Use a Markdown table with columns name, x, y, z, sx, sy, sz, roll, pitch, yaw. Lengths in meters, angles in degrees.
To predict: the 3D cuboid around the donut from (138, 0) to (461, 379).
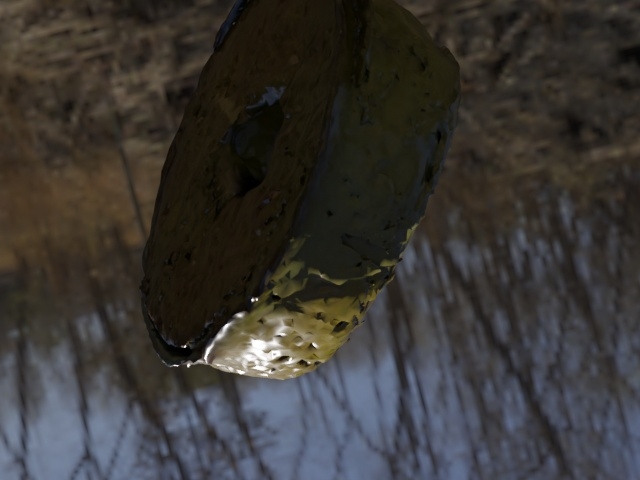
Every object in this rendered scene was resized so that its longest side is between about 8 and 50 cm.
| name | x | y | z | sx | sy | sz | roll | pitch | yaw |
| --- | --- | --- | --- | --- | --- | --- | --- | --- | --- |
| donut | -0.009 | -0.037 | 0.995 | 0.107 | 0.272 | 0.272 | 20 | 171 | -19 |
